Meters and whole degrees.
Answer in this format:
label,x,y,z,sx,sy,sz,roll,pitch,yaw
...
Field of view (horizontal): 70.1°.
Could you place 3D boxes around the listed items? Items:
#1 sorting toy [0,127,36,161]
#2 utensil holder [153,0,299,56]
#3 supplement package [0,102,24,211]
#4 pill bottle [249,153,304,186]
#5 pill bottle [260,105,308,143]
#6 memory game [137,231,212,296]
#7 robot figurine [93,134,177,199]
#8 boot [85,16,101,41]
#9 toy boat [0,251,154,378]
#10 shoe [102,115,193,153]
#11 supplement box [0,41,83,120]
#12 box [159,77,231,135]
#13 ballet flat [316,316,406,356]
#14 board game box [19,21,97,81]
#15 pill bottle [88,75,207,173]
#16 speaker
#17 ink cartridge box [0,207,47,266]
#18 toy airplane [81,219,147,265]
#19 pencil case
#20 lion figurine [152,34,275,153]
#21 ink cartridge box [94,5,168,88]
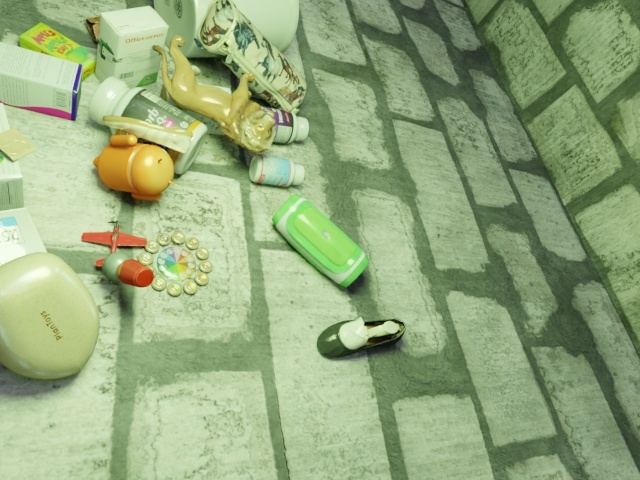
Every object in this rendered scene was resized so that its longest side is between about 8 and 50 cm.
label,x,y,z,sx,sy,sz,roll,pitch,yaw
sorting toy,-0.624,-0.186,0.911,0.062,0.012,0.083,45,42,-8
utensil holder,-0.318,-0.790,1.545,0.385,0.327,0.328,-23,74,-37
supplement package,-0.775,-0.139,0.928,0.262,0.198,0.199,-12,68,-36
pill bottle,-0.136,-0.216,1.431,0.160,0.087,0.087,6,58,-28
pill bottle,-0.141,-0.382,1.521,0.193,0.108,0.108,0,61,-31
memory game,-0.366,0.057,1.166,0.186,0.012,0.186,15,54,-21
robot figurine,-0.465,-0.181,1.155,0.128,0.219,0.158,-6,104,-66
boot,-0.624,-0.633,1.427,0.152,0.073,0.197,-23,62,-40
toy boat,-0.504,0.123,0.928,0.148,0.268,0.318,13,34,37
shoe,-0.433,-0.267,1.141,0.219,0.076,0.058,12,99,-8
supplement box,-0.746,-0.412,1.182,0.220,0.111,0.114,9,56,-26
box,-0.380,-0.407,1.399,0.203,0.103,0.114,0,62,-31
ballet flat,0.123,0.255,1.271,0.280,0.096,0.095,-4,63,-32
board game box,-0.745,-0.539,1.310,0.181,0.043,0.092,30,50,-11
pill bottle,-0.467,-0.315,1.250,0.278,0.162,0.162,30,50,-10
speaker,0.000,0.000,1.346,0.296,0.131,0.131,42,49,0
ink cartridge box,-0.665,0.089,0.855,0.296,0.066,0.261,-22,86,-52
toy airplane,-0.501,0.014,1.101,0.151,0.028,0.151,12,58,-19
pencil case,-0.204,-0.561,1.455,0.410,0.159,0.184,30,50,-53
lion figurine,-0.306,-0.398,1.291,0.392,0.142,0.240,17,60,-17
ink cartridge box,-0.546,-0.548,1.316,0.092,0.219,0.160,48,49,5
